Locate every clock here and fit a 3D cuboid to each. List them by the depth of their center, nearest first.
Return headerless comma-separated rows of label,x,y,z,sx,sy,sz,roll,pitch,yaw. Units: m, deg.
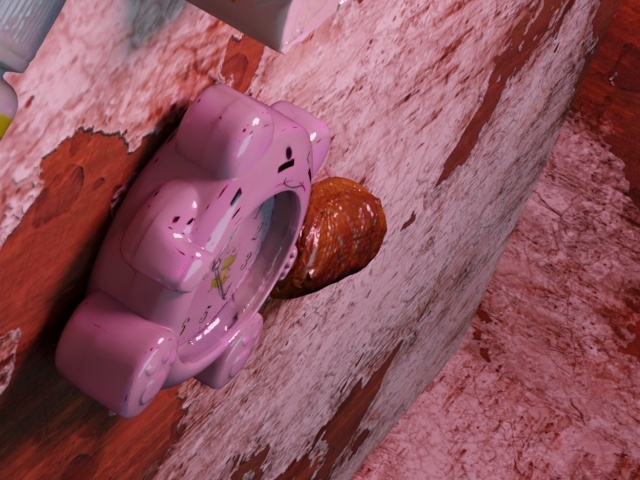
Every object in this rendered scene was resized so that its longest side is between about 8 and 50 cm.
clock,-0.114,0.007,1.198,0.322,0.113,0.295,-62,164,10

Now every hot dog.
hot dog,0.001,0.003,1.562,0.227,0.099,0.160,-22,140,-63

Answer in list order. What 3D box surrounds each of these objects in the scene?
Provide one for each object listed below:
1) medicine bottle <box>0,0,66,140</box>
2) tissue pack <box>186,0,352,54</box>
medicine bottle,-0.240,-0.065,0.620,0.225,0.139,0.139,-59,164,0
tissue pack,-0.067,-0.245,0.661,0.124,0.225,0.185,-44,159,-45
